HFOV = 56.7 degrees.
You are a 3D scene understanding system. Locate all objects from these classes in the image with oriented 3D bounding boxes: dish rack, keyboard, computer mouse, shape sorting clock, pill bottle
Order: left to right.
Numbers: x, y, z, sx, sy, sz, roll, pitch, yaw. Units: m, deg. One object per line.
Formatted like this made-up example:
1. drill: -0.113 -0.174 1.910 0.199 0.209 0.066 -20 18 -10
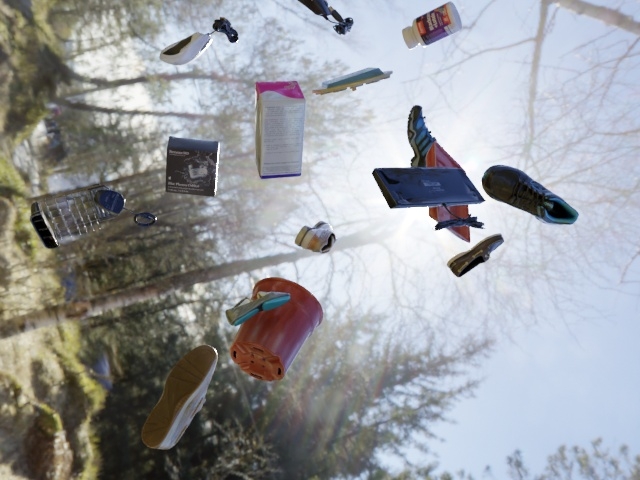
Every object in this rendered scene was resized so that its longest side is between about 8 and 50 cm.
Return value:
1. dish rack: -0.823 -0.087 2.007 0.208 0.272 0.074 102 -35 -59
2. computer mouse: -0.650 -0.105 1.971 0.041 0.071 0.242 10 -16 40
3. computer mouse: -0.291 -0.463 1.416 0.042 0.193 0.106 65 7 5
4. computer mouse: 0.001 -0.730 1.805 0.262 0.184 0.060 39 -63 0
5. shape sorting clock: 0.079 -0.390 1.468 0.206 0.206 0.040 29 -40 67
6. pill bottle: 0.392 -0.755 2.102 0.193 0.108 0.108 -18 -92 30
7. keyboard: 0.277 -0.096 1.403 0.033 0.317 0.201 -56 -128 41

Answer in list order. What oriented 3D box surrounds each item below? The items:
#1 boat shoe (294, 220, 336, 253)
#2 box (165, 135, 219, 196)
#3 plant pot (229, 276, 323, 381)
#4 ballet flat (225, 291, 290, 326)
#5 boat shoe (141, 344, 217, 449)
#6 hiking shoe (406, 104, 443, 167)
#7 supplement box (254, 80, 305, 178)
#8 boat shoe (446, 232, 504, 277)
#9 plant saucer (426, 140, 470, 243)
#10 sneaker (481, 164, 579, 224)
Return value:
1. boat shoe: 0.000 0.000 2.177 0.103 0.302 0.113 31 -75 12
2. box: -0.401 -0.230 1.851 0.093 0.156 0.158 -102 -161 -57
3. plant pot: -0.162 0.312 2.005 0.272 0.272 0.265 90 21 -44
4. ballet flat: -0.198 0.195 1.854 0.068 0.213 0.072 56 -22 25
5. boat shoe: -0.421 0.484 1.841 0.122 0.341 0.110 26 -13 31
6. hiking shoe: 0.417 -0.385 2.326 0.113 0.132 0.304 -50 135 -59
7. supplement box: -0.106 -0.279 1.496 0.111 0.114 0.220 -109 -163 -48
8. boat shoe: 0.566 0.055 2.122 0.068 0.228 0.081 59 -1 33
9. plant saucer: 0.395 -0.142 1.851 0.048 0.258 0.259 -10 -112 33
10. sneaker: 0.683 -0.149 1.920 0.125 0.341 0.139 -66 -166 6
